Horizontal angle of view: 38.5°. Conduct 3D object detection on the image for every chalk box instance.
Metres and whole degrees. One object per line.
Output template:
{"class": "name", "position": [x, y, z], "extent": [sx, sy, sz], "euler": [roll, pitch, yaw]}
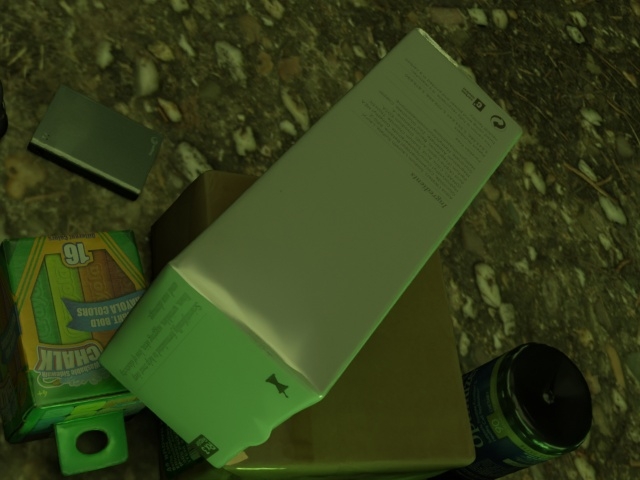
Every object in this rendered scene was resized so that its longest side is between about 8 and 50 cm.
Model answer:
{"class": "chalk box", "position": [-0.237, 0.114, 0.887], "extent": [0.132, 0.132, 0.213], "euler": [-6, 68, -33]}

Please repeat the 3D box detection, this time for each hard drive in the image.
{"class": "hard drive", "position": [-0.259, -0.114, 1.070], "extent": [0.135, 0.022, 0.094], "euler": [27, 54, -17]}

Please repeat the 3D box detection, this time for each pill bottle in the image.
{"class": "pill bottle", "position": [0.192, 0.207, 1.041], "extent": [0.122, 0.219, 0.123], "euler": [15, 58, -24]}

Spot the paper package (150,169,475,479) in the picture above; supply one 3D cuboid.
{"class": "paper package", "position": [-0.018, 0.108, 1.003], "extent": [0.309, 0.168, 0.325], "euler": [6, 62, -27]}

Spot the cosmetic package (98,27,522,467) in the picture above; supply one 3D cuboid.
{"class": "cosmetic package", "position": [0.000, 0.000, 0.833], "extent": [0.156, 0.217, 0.385], "euler": [44, 50, -1]}

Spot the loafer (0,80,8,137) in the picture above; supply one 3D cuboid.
{"class": "loafer", "position": [-0.436, -0.233, 1.001], "extent": [0.109, 0.095, 0.303], "euler": [-32, 78, -9]}
